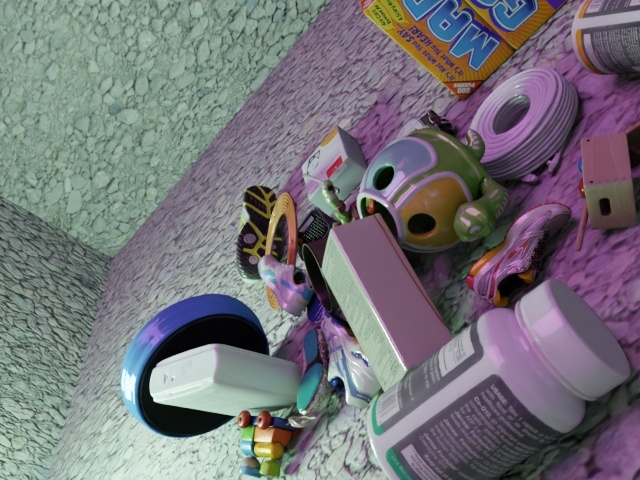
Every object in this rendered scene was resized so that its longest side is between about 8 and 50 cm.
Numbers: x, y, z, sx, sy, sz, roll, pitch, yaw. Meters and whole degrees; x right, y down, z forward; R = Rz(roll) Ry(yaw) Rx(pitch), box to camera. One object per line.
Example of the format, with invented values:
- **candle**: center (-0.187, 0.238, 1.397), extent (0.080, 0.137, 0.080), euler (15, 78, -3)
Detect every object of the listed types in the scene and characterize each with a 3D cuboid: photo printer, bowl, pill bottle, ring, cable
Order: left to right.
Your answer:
- **bowl**: center (-0.301, 0.324, 1.763), extent (0.391, 0.391, 0.077), euler (-56, 42, 1)
- **photo printer**: center (-0.199, 0.335, 1.637), extent (0.256, 0.307, 0.107), euler (-24, 57, 39)
- **ring**: center (-0.106, 0.031, 2.006), extent (0.336, 0.032, 0.337), euler (-174, 90, -72)
- **pill bottle**: center (0.258, 0.232, 1.053), extent (0.361, 0.204, 0.204), euler (-44, 28, 26)
- **cable**: center (0.415, -0.244, 1.473), extent (0.257, 0.089, 0.257), euler (5, 64, 62)
- **pill bottle**: center (0.592, -0.376, 1.227), extent (0.162, 0.162, 0.278), euler (-58, 26, -4)

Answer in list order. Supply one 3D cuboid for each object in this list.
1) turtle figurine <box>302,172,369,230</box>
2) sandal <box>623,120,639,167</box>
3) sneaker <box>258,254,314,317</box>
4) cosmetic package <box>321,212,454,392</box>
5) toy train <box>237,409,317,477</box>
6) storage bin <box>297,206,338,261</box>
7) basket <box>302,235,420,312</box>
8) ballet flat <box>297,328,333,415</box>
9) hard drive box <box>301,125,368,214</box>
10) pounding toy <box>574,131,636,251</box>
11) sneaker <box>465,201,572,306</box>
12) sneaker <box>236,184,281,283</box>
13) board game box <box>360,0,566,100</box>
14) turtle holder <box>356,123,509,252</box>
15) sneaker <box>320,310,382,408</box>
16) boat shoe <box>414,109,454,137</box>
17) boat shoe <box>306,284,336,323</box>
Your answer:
- **turtle figurine**: center (0.104, -0.139, 1.790), extent (0.266, 0.197, 0.275), euler (-34, 36, 33)
- **sandal**: center (0.564, -0.208, 1.164), extent (0.240, 0.088, 0.079), euler (-39, 36, 44)
- **sneaker**: center (-0.084, 0.098, 1.801), extent (0.092, 0.087, 0.229), euler (-54, 42, 12)
- **cosmetic package**: center (0.120, 0.123, 1.312), extent (0.310, 0.113, 0.160), euler (62, 159, 27)
- **toy train**: center (-0.099, 0.461, 1.567), extent (0.248, 0.105, 0.144), euler (-16, 58, 51)
- **storage bin**: center (0.000, 0.000, 1.943), extent (0.122, 0.084, 0.180), euler (-52, 24, 10)
- **basket**: center (0.093, 0.040, 1.547), extent (0.226, 0.204, 0.154), euler (-23, 68, -10)
- **ballet flat**: center (0.000, 0.300, 1.587), extent (0.091, 0.077, 0.241), euler (-40, 27, 32)
- **hard drive box**: center (0.041, -0.216, 2.120), extent (0.181, 0.089, 0.232), euler (-48, 26, 19)
- **pounding toy**: center (0.462, -0.077, 1.157), extent (0.100, 0.141, 0.130), euler (-6, 49, 24)
- **sneaker**: center (0.371, 0.028, 1.261), extent (0.225, 0.088, 0.093), euler (-50, 46, 13)
- **sneaker**: center (-0.201, -0.004, 2.298), extent (0.147, 0.145, 0.385), euler (103, 173, -47)
- **board game box**: center (0.339, -0.659, 1.789), extent (0.356, 0.356, 0.356), euler (-44, 27, 25)
- **turtle holder**: center (0.221, -0.072, 1.389), extent (0.227, 0.243, 0.320), euler (-30, 57, -23)
- **sneaker**: center (0.048, 0.254, 1.523), extent (0.131, 0.111, 0.296), euler (-60, 21, 5)
- **boat shoe**: center (0.294, -0.279, 1.750), extent (0.070, 0.077, 0.219), euler (-51, 24, 14)
- **boat shoe**: center (0.005, 0.165, 1.753), extent (0.066, 0.066, 0.183), euler (-55, 19, 10)
